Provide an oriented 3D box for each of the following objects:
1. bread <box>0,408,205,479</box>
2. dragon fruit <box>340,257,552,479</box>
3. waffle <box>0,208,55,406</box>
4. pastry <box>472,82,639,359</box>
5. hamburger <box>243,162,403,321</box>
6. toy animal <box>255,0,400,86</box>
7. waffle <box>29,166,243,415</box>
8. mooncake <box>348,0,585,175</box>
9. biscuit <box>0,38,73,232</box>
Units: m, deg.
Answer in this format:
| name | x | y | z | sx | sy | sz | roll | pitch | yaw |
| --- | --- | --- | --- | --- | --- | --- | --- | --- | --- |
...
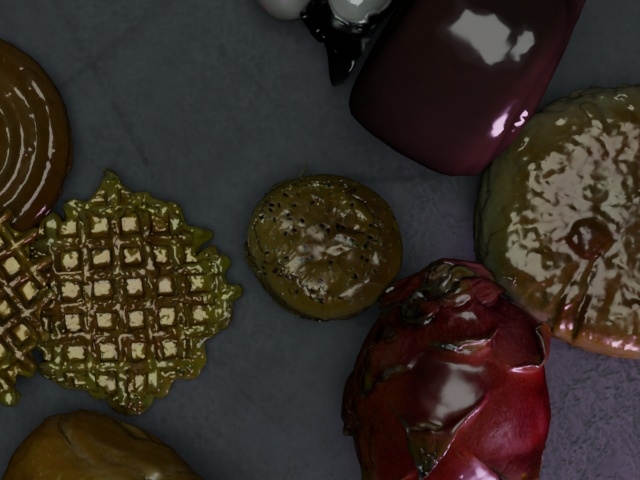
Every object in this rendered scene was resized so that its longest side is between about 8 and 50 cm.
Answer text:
| name | x | y | z | sx | sy | sz | roll | pitch | yaw |
| --- | --- | --- | --- | --- | --- | --- | --- | --- | --- |
| bread | -0.242 | 0.376 | 1.719 | 0.328 | 0.148 | 0.337 | 36 | 91 | 24 |
| dragon fruit | 0.138 | 0.178 | 1.734 | 0.250 | 0.250 | 0.315 | 11 | 89 | -2 |
| waffle | -0.403 | 0.063 | 1.749 | 0.229 | 0.051 | 0.231 | 12 | 92 | -7 |
| pastry | 0.329 | -0.024 | 1.791 | 0.330 | 0.136 | 0.329 | 0 | 90 | -3 |
| hamburger | 0.000 | 0.000 | 1.783 | 0.177 | 0.113 | 0.185 | -11 | 79 | 2 |
| toy animal | -0.004 | -0.287 | 1.777 | 0.179 | 0.138 | 0.166 | 35 | 73 | -7 |
| waffle | -0.227 | 0.062 | 1.818 | 0.254 | 0.052 | 0.245 | 38 | 88 | -3 |
| mooncake | 0.167 | -0.220 | 1.698 | 0.174 | 0.326 | 0.334 | 32 | 67 | -2 |
| biscuit | -0.405 | -0.108 | 1.798 | 0.262 | 0.037 | 0.262 | -1 | 85 | 6 |
